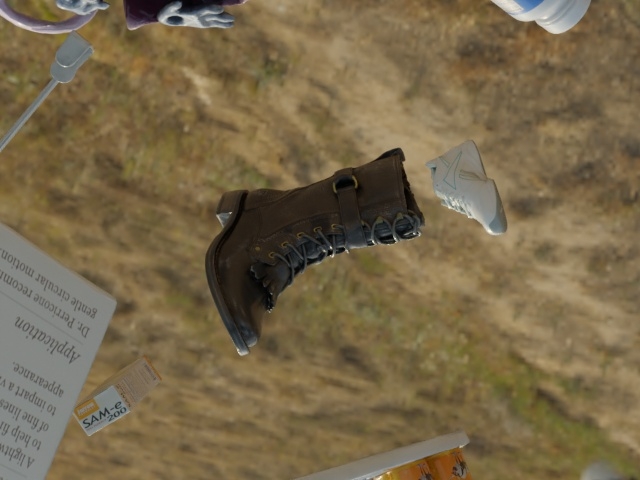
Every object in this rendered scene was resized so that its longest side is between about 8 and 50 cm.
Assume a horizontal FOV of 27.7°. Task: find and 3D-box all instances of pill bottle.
[{"bbox_3d":[0.290,-0.398,1.893,0.222,0.124,0.124,29,150,-30],"label":"pill bottle"}]

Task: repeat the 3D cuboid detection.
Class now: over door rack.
[{"bbox_3d":[-0.382,-0.132,1.160,0.239,0.324,0.108,40,-169,-8],"label":"over door rack"}]

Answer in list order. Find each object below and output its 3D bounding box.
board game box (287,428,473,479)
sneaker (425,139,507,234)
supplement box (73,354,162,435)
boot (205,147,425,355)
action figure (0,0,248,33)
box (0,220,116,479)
[{"bbox_3d":[-0.139,0.236,0.807,0.390,0.050,0.390,-31,165,30],"label":"board game box"},{"bbox_3d":[0.152,-0.047,1.345,0.061,0.152,0.053,-20,124,1],"label":"sneaker"},{"bbox_3d":[-0.222,0.170,1.426,0.062,0.098,0.036,-32,95,20],"label":"supplement box"},{"bbox_3d":[0.000,0.000,1.411,0.229,0.263,0.091,-11,133,11],"label":"boot"},{"bbox_3d":[-0.165,-0.399,1.352,0.276,0.370,0.248,-8,167,39],"label":"action figure"},{"bbox_3d":[-0.211,0.028,0.488,0.182,0.119,0.181,7,157,34],"label":"box"}]
